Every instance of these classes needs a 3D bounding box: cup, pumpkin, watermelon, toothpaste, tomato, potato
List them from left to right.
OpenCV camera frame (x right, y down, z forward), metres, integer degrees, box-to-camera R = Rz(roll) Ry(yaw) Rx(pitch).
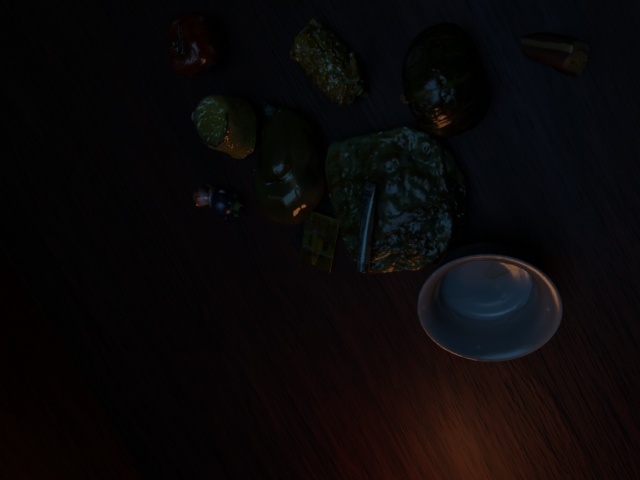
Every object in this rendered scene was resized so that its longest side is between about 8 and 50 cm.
[{"bbox_3d":[-0.390,-0.603,1.393,0.187,0.151,0.187,14,121,25],"label":"tomato"},{"bbox_3d":[-0.145,-0.414,1.403,0.061,0.085,0.085,-20,101,-8],"label":"watermelon"},{"bbox_3d":[-0.097,-0.222,1.362,0.218,0.202,0.351,-6,93,44],"label":"potato"},{"bbox_3d":[0.121,-0.032,1.190,0.039,0.062,0.239,0,103,-16],"label":"toothpaste"},{"bbox_3d":[0.277,-0.364,1.056,0.189,0.260,0.260,-18,100,34],"label":"pumpkin"},{"bbox_3d":[0.439,0.140,1.199,0.347,0.163,0.347,8,123,13],"label":"cup"}]

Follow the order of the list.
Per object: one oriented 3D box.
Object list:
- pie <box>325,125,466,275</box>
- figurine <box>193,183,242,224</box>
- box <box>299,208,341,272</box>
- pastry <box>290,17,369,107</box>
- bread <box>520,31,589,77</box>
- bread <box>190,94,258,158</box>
[{"bbox_3d":[0.193,-0.120,1.249,0.395,0.180,0.418,-17,94,35],"label":"pie"},{"bbox_3d":[-0.364,-0.132,1.595,0.194,0.102,0.112,16,119,22],"label":"figurine"},{"bbox_3d":[0.000,0.000,1.489,0.121,0.030,0.193,21,117,21],"label":"box"},{"bbox_3d":[0.032,-0.484,1.235,0.250,0.102,0.154,46,127,8],"label":"pastry"},{"bbox_3d":[0.528,-0.411,0.985,0.119,0.192,0.067,16,117,-19],"label":"bread"},{"bbox_3d":[-0.295,-0.361,1.427,0.197,0.170,0.197,5,100,32],"label":"bread"}]
